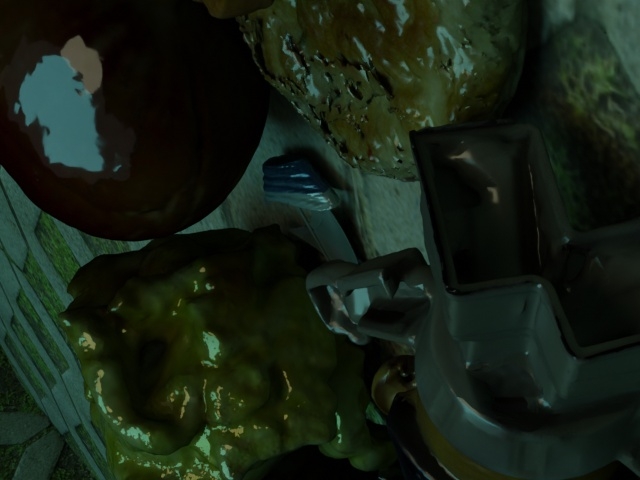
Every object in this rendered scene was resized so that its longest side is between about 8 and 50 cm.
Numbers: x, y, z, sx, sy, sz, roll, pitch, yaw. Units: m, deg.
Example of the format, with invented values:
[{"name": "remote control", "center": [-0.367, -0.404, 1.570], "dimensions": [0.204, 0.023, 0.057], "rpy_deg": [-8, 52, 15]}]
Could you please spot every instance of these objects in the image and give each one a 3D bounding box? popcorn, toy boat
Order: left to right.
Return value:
[{"name": "popcorn", "center": [-0.087, 0.112, 0.890], "dimensions": [0.293, 0.293, 0.237], "rpy_deg": [26, 125, 51]}, {"name": "toy boat", "center": [0.001, -0.006, 0.829], "dimensions": [0.149, 0.034, 0.105], "rpy_deg": [57, 159, 3]}]

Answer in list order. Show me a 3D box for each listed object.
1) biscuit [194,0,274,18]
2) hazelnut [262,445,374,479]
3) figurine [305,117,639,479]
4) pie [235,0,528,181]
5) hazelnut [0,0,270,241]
[{"name": "biscuit", "center": [-0.097, -0.271, 0.614], "dimensions": [0.202, 0.047, 0.334], "rpy_deg": [103, 145, -56]}, {"name": "hazelnut", "center": [-0.012, 0.298, 1.054], "dimensions": [0.218, 0.218, 0.234], "rpy_deg": [65, 162, -17]}, {"name": "figurine", "center": [0.114, 0.081, 0.585], "dimensions": [0.308, 0.143, 0.308], "rpy_deg": [43, 150, 33]}, {"name": "pie", "center": [0.018, -0.161, 0.584], "dimensions": [0.274, 0.055, 0.274], "rpy_deg": [42, 147, 35]}, {"name": "hazelnut", "center": [-0.144, -0.119, 0.742], "dimensions": [0.229, 0.229, 0.229], "rpy_deg": [44, 153, 29]}]
